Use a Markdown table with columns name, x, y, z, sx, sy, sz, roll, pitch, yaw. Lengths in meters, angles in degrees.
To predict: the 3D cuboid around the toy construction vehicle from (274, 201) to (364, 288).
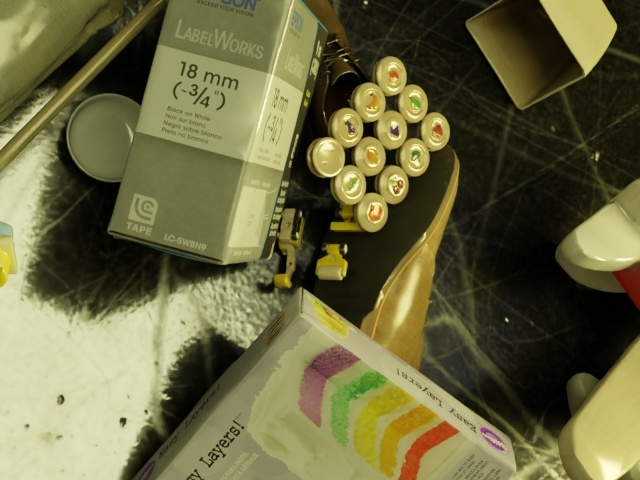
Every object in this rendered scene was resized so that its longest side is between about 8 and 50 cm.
| name | x | y | z | sx | sy | sz | roll | pitch | yaw |
| --- | --- | --- | --- | --- | --- | --- | --- | --- | --- |
| toy construction vehicle | 0.000 | 0.000 | 1.458 | 0.086 | 0.035 | 0.098 | -2 | 59 | 16 |

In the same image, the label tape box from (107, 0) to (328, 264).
| name | x | y | z | sx | sy | sz | roll | pitch | yaw |
| --- | --- | --- | --- | --- | --- | --- | --- | --- | --- |
| label tape box | -0.067 | -0.152 | 1.319 | 0.106 | 0.240 | 0.334 | 15 | 92 | 7 |

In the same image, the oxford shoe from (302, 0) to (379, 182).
| name | x | y | z | sx | sy | sz | roll | pitch | yaw |
| --- | --- | --- | --- | --- | --- | --- | --- | --- | --- |
| oxford shoe | 0.007 | -0.173 | 1.478 | 0.082 | 0.096 | 0.227 | -24 | 89 | -21 |

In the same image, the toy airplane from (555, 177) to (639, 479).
| name | x | y | z | sx | sy | sz | roll | pitch | yaw |
| --- | --- | --- | --- | --- | --- | --- | --- | --- | --- |
| toy airplane | 0.383 | 0.116 | 1.512 | 0.386 | 0.272 | 0.384 | 5 | 41 | -12 |

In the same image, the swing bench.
| name | x | y | z | sx | sy | sz | roll | pitch | yaw |
| --- | --- | --- | --- | --- | --- | --- | --- | --- | --- |
| swing bench | -0.302 | -0.193 | 1.299 | 0.253 | 0.254 | 0.165 | -48 | 127 | -20 |

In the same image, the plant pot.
| name | x | y | z | sx | sy | sz | roll | pitch | yaw |
| --- | --- | --- | --- | --- | --- | --- | --- | --- | --- |
| plant pot | 0.236 | -0.215 | 1.571 | 0.096 | 0.109 | 0.109 | -35 | 94 | -34 |

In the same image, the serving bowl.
| name | x | y | z | sx | sy | sz | roll | pitch | yaw |
| --- | --- | --- | --- | --- | --- | --- | --- | --- | --- |
| serving bowl | -0.196 | -0.092 | 1.422 | 0.083 | 0.027 | 0.083 | 4 | 80 | -21 |

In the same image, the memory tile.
| name | x | y | z | sx | sy | sz | roll | pitch | yaw |
| --- | --- | --- | --- | --- | --- | --- | --- | --- | --- |
| memory tile | 0.057 | -0.091 | 1.444 | 0.113 | 0.012 | 0.148 | 50 | 63 | -25 |

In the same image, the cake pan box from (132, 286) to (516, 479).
| name | x | y | z | sx | sy | sz | roll | pitch | yaw |
| --- | --- | --- | --- | --- | --- | --- | --- | --- | --- |
| cake pan box | -0.003 | 0.211 | 1.360 | 0.245 | 0.070 | 0.267 | 39 | 107 | -11 |

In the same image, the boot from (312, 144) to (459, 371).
| name | x | y | z | sx | sy | sz | roll | pitch | yaw |
| --- | --- | --- | --- | --- | --- | --- | --- | --- | --- |
| boot | 0.064 | 0.047 | 1.479 | 0.115 | 0.112 | 0.305 | 46 | 61 | -41 |

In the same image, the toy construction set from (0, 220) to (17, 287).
| name | x | y | z | sx | sy | sz | roll | pitch | yaw |
| --- | --- | --- | --- | --- | --- | --- | --- | --- | --- |
| toy construction set | -0.418 | 0.007 | 1.223 | 0.327 | 0.215 | 0.151 | 26 | 40 | -11 |
